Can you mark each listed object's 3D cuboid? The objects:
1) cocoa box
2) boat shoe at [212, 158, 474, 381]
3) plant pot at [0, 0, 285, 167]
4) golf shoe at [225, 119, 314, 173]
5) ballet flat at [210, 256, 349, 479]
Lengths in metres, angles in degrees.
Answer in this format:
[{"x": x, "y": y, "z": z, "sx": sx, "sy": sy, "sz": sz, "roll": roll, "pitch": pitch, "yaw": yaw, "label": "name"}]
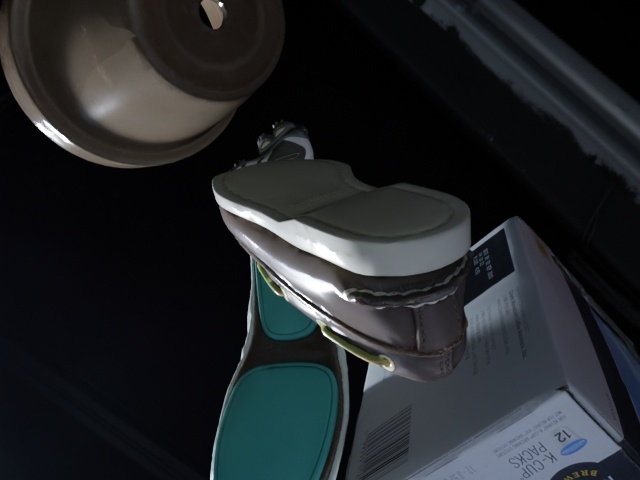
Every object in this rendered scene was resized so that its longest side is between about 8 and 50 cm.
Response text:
[{"x": 0.196, "y": 0.176, "z": 0.628, "sx": 0.231, "sy": 0.347, "sz": 0.228, "roll": -41, "pitch": -80, "yaw": 23, "label": "cocoa box"}, {"x": 0.000, "y": 0.000, "z": 0.479, "sx": 0.116, "sy": 0.324, "sz": 0.096, "roll": -18, "pitch": -70, "yaw": -21, "label": "boat shoe"}, {"x": -0.158, "y": -0.204, "z": 0.623, "sx": 0.229, "sy": 0.263, "sz": 0.263, "roll": 7, "pitch": -113, "yaw": 55, "label": "plant pot"}, {"x": -0.080, "y": -0.083, "z": 0.926, "sx": 0.198, "sy": 0.077, "sz": 0.094, "roll": -45, "pitch": -118, "yaw": 39, "label": "golf shoe"}, {"x": -0.027, "y": 0.145, "z": 0.697, "sx": 0.139, "sy": 0.139, "sz": 0.400, "roll": -3, "pitch": -122, "yaw": 10, "label": "ballet flat"}]
